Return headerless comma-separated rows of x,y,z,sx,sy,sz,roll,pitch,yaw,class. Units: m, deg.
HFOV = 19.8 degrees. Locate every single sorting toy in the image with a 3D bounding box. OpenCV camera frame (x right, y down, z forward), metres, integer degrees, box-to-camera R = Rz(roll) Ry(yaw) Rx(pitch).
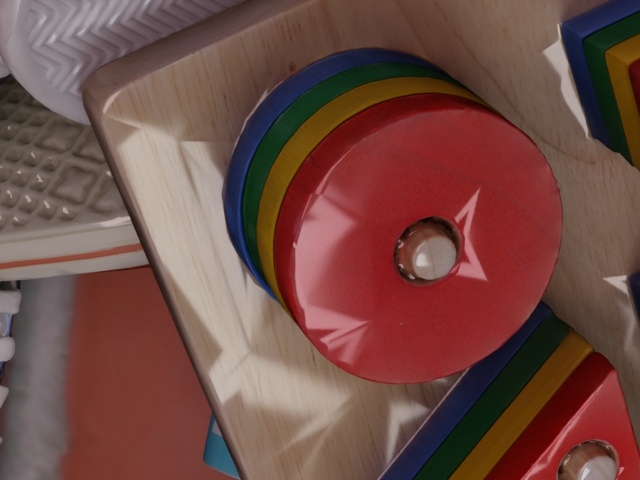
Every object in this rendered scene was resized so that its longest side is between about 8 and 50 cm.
0.090,0.019,0.609,0.255,0.089,0.257,-25,119,-9,sorting toy

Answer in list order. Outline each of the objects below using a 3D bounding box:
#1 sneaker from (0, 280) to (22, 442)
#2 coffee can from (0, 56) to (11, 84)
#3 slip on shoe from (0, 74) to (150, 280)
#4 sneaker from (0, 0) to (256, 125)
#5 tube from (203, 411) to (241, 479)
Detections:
-0.155,0.023,0.765,0.236,0.130,0.323,-21,84,20,sneaker
-0.261,-0.043,0.629,0.275,0.201,0.201,-43,84,12,coffee can
0.005,-0.035,0.692,0.331,0.101,0.123,-12,49,-5,slip on shoe
-0.016,-0.146,0.659,0.169,0.292,0.108,45,145,35,sneaker
0.000,0.000,0.769,0.080,0.052,0.207,15,93,4,tube
